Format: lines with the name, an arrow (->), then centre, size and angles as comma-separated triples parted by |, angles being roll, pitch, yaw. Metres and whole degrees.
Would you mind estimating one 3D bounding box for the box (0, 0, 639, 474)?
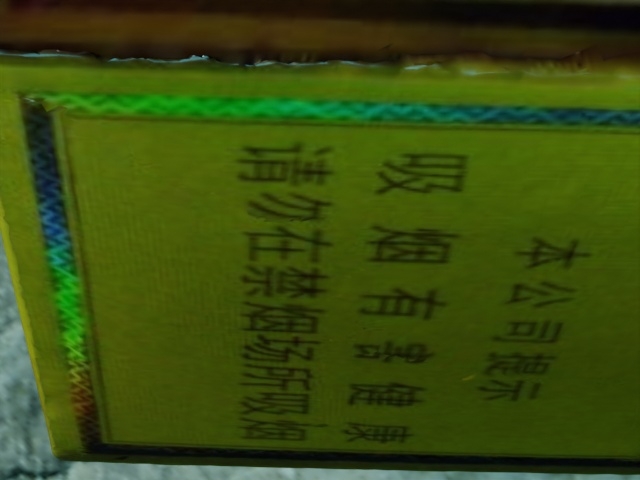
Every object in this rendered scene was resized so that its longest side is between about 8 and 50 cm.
box -> 0.088, -0.018, 0.417 | 0.301, 0.084, 0.193 | 2, 155, -2
